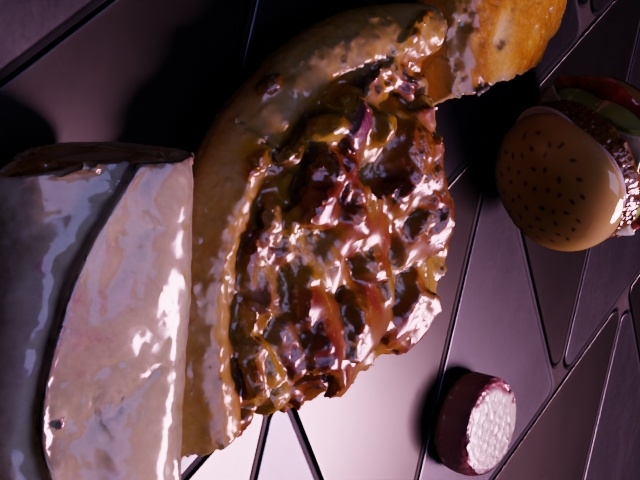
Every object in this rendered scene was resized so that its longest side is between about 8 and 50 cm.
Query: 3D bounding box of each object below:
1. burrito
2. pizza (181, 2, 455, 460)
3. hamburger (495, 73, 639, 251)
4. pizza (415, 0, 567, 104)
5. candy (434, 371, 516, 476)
[{"bbox_3d":[-0.155,0.087,0.803,0.143,0.105,0.299,-4,105,-41],"label":"burrito"},{"bbox_3d":[0.000,0.000,0.976,0.409,0.114,0.277,-55,133,-22],"label":"pizza"},{"bbox_3d":[0.241,-0.068,1.222,0.137,0.175,0.175,-29,123,-30],"label":"hamburger"},{"bbox_3d":[0.170,-0.262,1.132,0.182,0.074,0.365,33,74,-49],"label":"pizza"},{"bbox_3d":[0.153,0.181,1.271,0.103,0.043,0.103,-20,116,-47],"label":"candy"}]
